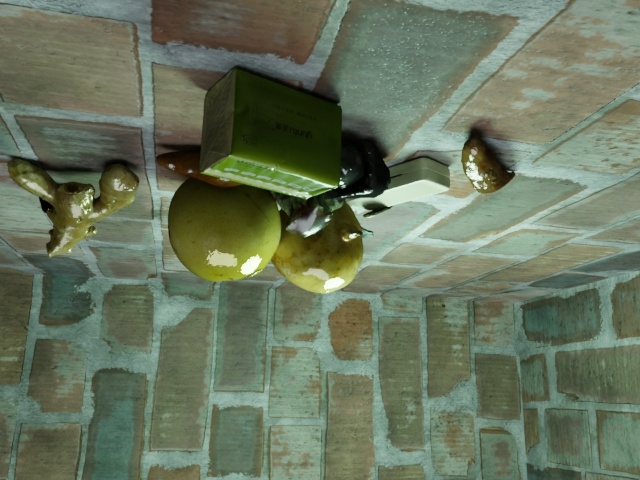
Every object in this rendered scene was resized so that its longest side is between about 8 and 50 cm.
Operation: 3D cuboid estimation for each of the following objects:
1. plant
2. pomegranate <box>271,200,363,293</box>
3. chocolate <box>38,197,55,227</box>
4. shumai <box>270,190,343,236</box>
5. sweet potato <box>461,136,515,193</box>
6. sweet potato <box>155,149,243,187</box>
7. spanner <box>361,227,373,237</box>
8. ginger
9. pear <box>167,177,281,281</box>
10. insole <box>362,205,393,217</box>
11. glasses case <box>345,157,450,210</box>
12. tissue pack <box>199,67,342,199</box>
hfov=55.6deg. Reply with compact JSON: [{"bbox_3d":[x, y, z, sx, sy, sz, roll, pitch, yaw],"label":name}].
[{"bbox_3d":[0.088,-0.180,1.604,0.165,0.141,0.256,-8,167,36],"label":"plant"},{"bbox_3d":[0.000,0.000,1.980,0.343,0.342,0.342,1,165,0],"label":"pomegranate"},{"bbox_3d":[-0.807,-0.120,1.967,0.133,0.156,0.156,-19,165,-1],"label":"chocolate"},{"bbox_3d":[-0.033,-0.108,1.745,0.225,0.221,0.261,-8,167,23],"label":"shumai"},{"bbox_3d":[0.441,-0.186,1.632,0.106,0.095,0.355,-49,149,15],"label":"sweet potato"},{"bbox_3d":[-0.256,-0.196,1.634,0.360,0.112,0.112,-4,165,4],"label":"sweet potato"},{"bbox_3d":[0.128,-0.054,2.324,0.071,0.017,0.302,-7,163,28],"label":"spanner"},{"bbox_3d":[-0.719,-0.102,1.845,0.363,0.122,0.348,-5,137,-8],"label":"ginger"},{"bbox_3d":[-0.283,-0.039,1.800,0.349,0.348,0.348,1,165,0],"label":"pear"},{"bbox_3d":[0.197,-0.099,1.946,0.081,0.011,0.248,-14,-174,28],"label":"insole"},{"bbox_3d":[0.222,-0.161,1.795,0.131,0.070,0.313,13,161,-42],"label":"glasses case"},{"bbox_3d":[-0.104,-0.223,1.331,0.275,0.200,0.167,11,164,-33],"label":"tissue pack"}]
